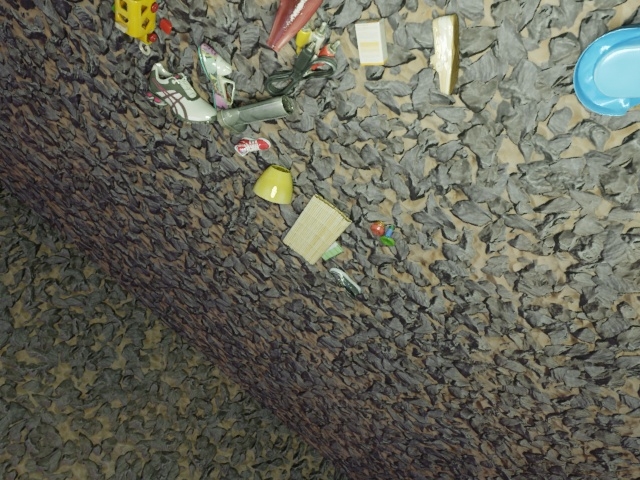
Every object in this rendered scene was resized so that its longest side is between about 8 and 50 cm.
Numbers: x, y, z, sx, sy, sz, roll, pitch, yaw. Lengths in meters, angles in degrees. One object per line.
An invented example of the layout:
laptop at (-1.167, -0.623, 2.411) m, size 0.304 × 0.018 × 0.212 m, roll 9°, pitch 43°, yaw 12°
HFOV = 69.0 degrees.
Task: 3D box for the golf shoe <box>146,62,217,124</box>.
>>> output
golf shoe at (-0.442, -0.461, 1.488) m, size 0.272 × 0.105 × 0.120 m, roll 28°, pitch 132°, yaw 10°

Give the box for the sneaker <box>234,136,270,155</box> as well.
sneaker at (-0.222, -0.302, 1.504) m, size 0.118 × 0.067 × 0.042 m, roll 10°, pitch 133°, yaw 28°

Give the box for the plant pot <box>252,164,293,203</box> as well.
plant pot at (-0.144, -0.191, 1.523) m, size 0.134 × 0.134 × 0.095 m, roll 26°, pitch 110°, yaw 12°

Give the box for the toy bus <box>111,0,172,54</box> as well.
toy bus at (-0.557, -0.654, 1.382) m, size 0.190 × 0.104 × 0.202 m, roll -2°, pitch 126°, yaw 37°

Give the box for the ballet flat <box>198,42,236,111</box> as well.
ballet flat at (-0.297, -0.483, 1.394) m, size 0.079 × 0.077 × 0.222 m, roll 2°, pitch 136°, yaw 10°

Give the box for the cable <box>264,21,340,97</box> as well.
cable at (-0.045, -0.466, 1.255) m, size 0.139 × 0.072 × 0.287 m, roll 35°, pitch 154°, yaw -16°

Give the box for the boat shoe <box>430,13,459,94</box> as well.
boat shoe at (0.277, -0.417, 1.051) m, size 0.059 × 0.063 × 0.170 m, roll 12°, pitch 125°, yaw 30°

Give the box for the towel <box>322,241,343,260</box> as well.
towel at (0.000, 0.000, 1.670) m, size 0.152 × 0.023 × 0.113 m, roll 46°, pitch 141°, yaw -13°

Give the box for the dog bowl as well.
dog bowl at (0.641, -0.326, 0.864) m, size 0.296 × 0.074 × 0.166 m, roll 8°, pitch 131°, yaw 31°

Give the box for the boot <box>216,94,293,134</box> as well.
boot at (-0.181, -0.378, 1.385) m, size 0.208 × 0.190 × 0.076 m, roll -15°, pitch 99°, yaw 13°

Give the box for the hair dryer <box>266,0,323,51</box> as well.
hair dryer at (-0.100, -0.592, 1.071) m, size 0.223 × 0.080 × 0.294 m, roll -1°, pitch 116°, yaw 4°

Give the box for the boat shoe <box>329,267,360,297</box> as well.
boat shoe at (0.089, 0.157, 1.735) m, size 0.142 × 0.040 × 0.049 m, roll 39°, pitch 140°, yaw -2°

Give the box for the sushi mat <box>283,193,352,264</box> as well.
sushi mat at (-0.020, -0.030, 1.619) m, size 0.151 × 0.019 × 0.316 m, roll 37°, pitch 142°, yaw -2°

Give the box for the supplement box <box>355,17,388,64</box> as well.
supplement box at (0.124, -0.476, 1.117) m, size 0.062 × 0.036 × 0.099 m, roll 11°, pitch 133°, yaw 28°

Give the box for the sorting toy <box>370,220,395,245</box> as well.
sorting toy at (0.208, -0.027, 1.485) m, size 0.102 × 0.042 × 0.061 m, roll 41°, pitch 157°, yaw -23°
